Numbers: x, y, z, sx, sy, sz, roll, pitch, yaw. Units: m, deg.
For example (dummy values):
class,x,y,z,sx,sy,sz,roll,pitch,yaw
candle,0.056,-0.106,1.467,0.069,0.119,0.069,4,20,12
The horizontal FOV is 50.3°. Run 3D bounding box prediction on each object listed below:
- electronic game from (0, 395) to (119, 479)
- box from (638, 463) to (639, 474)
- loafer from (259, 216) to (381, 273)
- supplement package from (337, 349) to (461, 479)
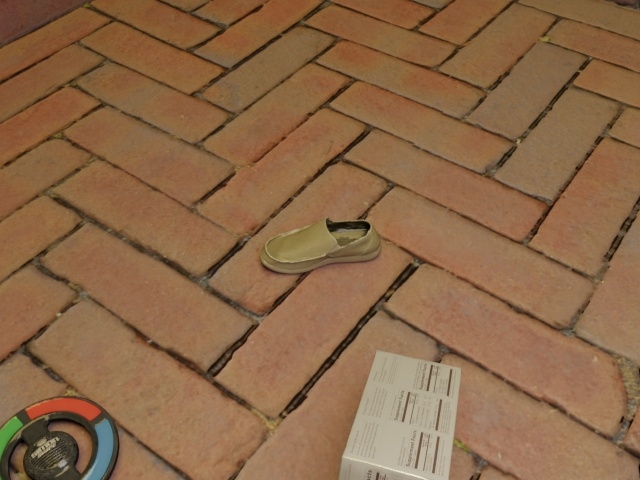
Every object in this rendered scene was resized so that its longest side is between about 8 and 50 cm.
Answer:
class,x,y,z,sx,sy,sz,roll,pitch,yaw
electronic game,-0.460,0.368,1.164,0.229,0.048,0.229,-1,47,1
box,0.653,0.412,0.947,0.343,0.179,0.312,15,28,15
loafer,0.000,0.000,1.474,0.268,0.092,0.102,-9,47,-8
supplement package,0.117,0.332,1.030,0.145,0.204,0.262,11,26,11
